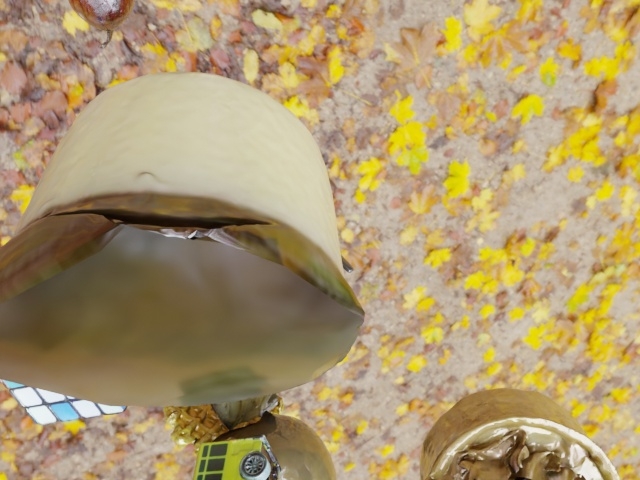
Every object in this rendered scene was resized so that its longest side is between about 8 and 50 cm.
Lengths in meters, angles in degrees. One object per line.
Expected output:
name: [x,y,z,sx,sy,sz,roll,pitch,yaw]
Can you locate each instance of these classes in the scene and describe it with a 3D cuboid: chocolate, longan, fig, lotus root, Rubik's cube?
chocolate: [-0.142,-0.014,0.627,0.314,0.297,0.326,-28,145,28]
longan: [-0.113,0.510,1.316,0.319,0.319,0.318,-13,125,-20]
fig: [-0.497,-0.550,1.473,0.148,0.149,0.202,-12,114,4]
lotus root: [-0.176,0.247,1.390,0.210,0.142,0.314,-9,122,-42]
Rubik's cube: [-0.348,0.148,0.907,0.154,0.151,0.155,-14,120,16]

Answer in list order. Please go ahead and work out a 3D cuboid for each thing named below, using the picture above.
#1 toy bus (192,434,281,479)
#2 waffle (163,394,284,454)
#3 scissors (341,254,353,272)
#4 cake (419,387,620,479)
toy bus: [-0.144,0.462,1.025,0.150,0.262,0.128,-8,131,10]
waffle: [-0.239,0.403,1.584,0.302,0.325,0.068,2,129,-25]
scissors: [0.000,0.000,1.329,0.088,0.220,0.017,13,115,-48]
cake: [0.317,0.430,0.994,0.333,0.321,0.332,1,101,3]
